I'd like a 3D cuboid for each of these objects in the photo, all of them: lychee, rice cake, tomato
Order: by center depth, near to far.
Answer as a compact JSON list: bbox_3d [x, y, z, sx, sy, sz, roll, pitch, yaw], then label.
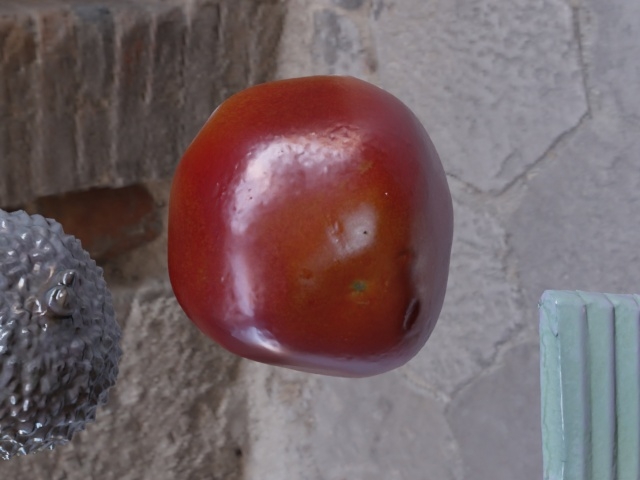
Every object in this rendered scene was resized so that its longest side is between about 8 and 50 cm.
[{"bbox_3d":[0.270,0.146,0.975,0.037,0.189,0.198,7,93,61],"label":"rice cake"},{"bbox_3d":[0.000,0.000,0.998,0.226,0.299,0.298,-127,40,-58],"label":"tomato"},{"bbox_3d":[-0.487,0.148,1.619,0.432,0.380,0.380,-32,77,40],"label":"lychee"}]
